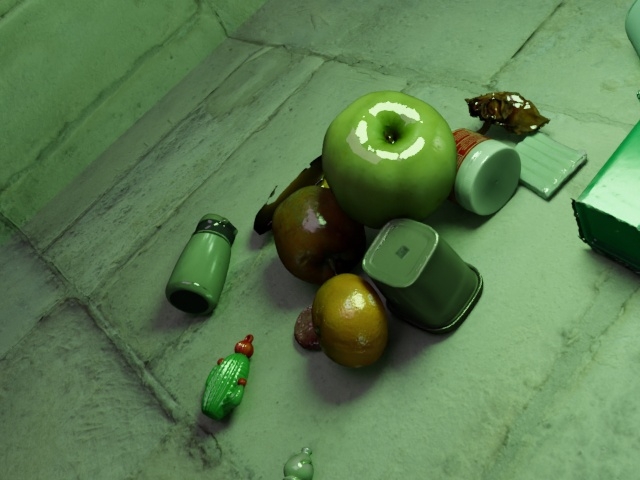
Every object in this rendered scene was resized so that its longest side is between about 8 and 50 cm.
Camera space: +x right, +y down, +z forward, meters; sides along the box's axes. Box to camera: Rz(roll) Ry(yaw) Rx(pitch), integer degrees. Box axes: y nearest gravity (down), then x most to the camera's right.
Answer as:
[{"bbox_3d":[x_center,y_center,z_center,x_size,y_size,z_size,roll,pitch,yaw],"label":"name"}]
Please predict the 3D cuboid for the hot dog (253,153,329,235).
[{"bbox_3d":[-0.065,-0.128,1.991,0.326,0.107,0.194,-35,33,13],"label":"hot dog"}]

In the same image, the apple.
[{"bbox_3d":[0.178,-0.196,1.562,0.357,0.357,0.357,-17,46,18],"label":"apple"}]

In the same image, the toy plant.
[{"bbox_3d":[-0.256,0.375,1.667,0.155,0.088,0.240,-30,34,26],"label":"toy plant"}]

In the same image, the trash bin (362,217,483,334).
[{"bbox_3d":[0.246,0.083,1.506,0.220,0.250,0.219,21,74,41],"label":"trash bin"}]

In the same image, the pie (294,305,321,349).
[{"bbox_3d":[-0.005,0.238,1.672,0.155,0.036,0.154,-16,46,18],"label":"pie"}]

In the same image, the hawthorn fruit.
[{"bbox_3d":[0.000,0.000,1.730,0.268,0.267,0.300,-24,46,11],"label":"hawthorn fruit"}]

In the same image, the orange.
[{"bbox_3d":[0.068,0.201,1.521,0.171,0.240,0.240,-12,42,-13],"label":"orange"}]

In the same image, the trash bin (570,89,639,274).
[{"bbox_3d":[0.770,-0.144,1.392,0.381,0.259,0.295,-44,44,-6],"label":"trash bin"}]

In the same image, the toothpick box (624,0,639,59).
[{"bbox_3d":[0.976,-0.511,1.622,0.263,0.263,0.354,-15,47,20],"label":"toothpick box"}]

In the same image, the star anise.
[{"bbox_3d":[0.508,-0.373,1.828,0.346,0.148,0.237,-7,8,42],"label":"star anise"}]

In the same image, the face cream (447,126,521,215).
[{"bbox_3d":[0.417,-0.194,1.682,0.201,0.201,0.187,-43,44,-10],"label":"face cream"}]

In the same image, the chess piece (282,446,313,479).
[{"bbox_3d":[-0.075,0.585,1.359,0.139,0.139,0.271,-2,41,30],"label":"chess piece"}]

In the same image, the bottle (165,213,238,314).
[{"bbox_3d":[-0.371,0.062,1.962,0.169,0.168,0.347,-10,44,24],"label":"bottle"}]

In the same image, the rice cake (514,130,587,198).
[{"bbox_3d":[0.619,-0.218,1.701,0.189,0.037,0.198,-43,43,-9],"label":"rice cake"}]
